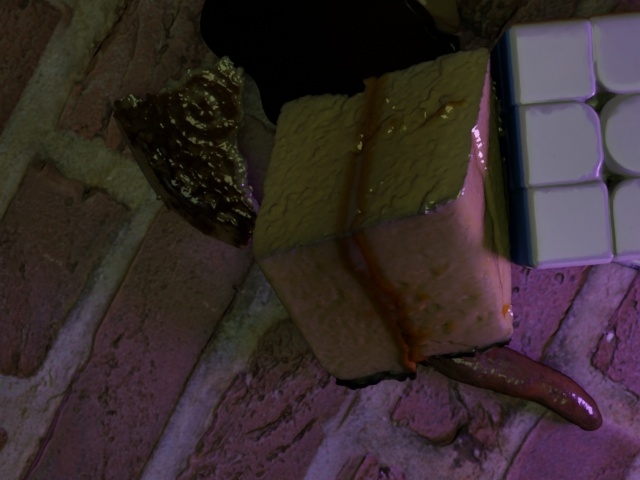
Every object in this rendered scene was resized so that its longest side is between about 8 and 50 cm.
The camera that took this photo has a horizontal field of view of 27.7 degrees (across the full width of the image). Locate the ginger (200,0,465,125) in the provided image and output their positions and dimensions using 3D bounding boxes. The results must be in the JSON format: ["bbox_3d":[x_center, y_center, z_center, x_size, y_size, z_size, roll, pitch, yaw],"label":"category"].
[{"bbox_3d":[0.067,-0.319,1.669,0.413,0.211,0.358,-32,91,41],"label":"ginger"}]

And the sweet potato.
[{"bbox_3d":[0.270,0.188,1.784,0.273,0.075,0.075,22,99,-3],"label":"sweet potato"}]

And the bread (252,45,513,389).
[{"bbox_3d":[0.106,-0.008,1.656,0.345,0.405,0.242,-3,56,29],"label":"bread"}]

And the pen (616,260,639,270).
[{"bbox_3d":[0.364,0.005,1.769,0.239,0.028,0.028,19,98,2],"label":"pen"}]

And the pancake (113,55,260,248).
[{"bbox_3d":[-0.153,-0.138,1.756,0.266,0.057,0.244,34,117,-2],"label":"pancake"}]

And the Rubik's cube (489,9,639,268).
[{"bbox_3d":[0.368,-0.122,1.607,0.291,0.291,0.290,-5,90,3],"label":"Rubik's cube"}]

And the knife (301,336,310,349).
[{"bbox_3d":[0.001,0.000,1.801,0.061,0.027,0.343,3,98,0],"label":"knife"}]
